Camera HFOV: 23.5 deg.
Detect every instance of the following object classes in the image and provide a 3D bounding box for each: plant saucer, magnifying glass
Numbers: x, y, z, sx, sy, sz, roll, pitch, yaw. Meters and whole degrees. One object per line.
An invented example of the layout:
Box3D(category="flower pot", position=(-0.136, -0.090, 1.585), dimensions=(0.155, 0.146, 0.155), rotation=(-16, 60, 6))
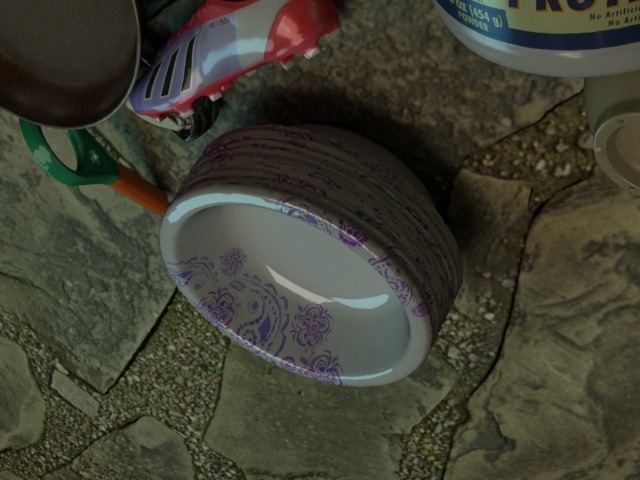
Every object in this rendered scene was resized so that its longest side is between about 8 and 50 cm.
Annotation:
Box3D(category="plant saucer", position=(-0.274, -0.245, 1.391), dimensions=(0.310, 0.050, 0.311), rotation=(23, 137, 24))
Box3D(category="magnifying glass", position=(-0.228, -0.078, 1.577), dimensions=(0.026, 0.092, 0.231), rotation=(-27, 149, 17))

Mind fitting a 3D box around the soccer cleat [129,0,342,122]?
Box3D(category="soccer cleat", position=(-0.089, -0.179, 1.363), dimensions=(0.248, 0.083, 0.095), rotation=(-18, 109, 42))

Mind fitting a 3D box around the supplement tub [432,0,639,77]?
Box3D(category="supplement tub", position=(0.147, -0.283, 0.893), dimensions=(0.235, 0.235, 0.325), rotation=(10, 143, 27))

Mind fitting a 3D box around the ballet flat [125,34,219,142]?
Box3D(category="ballet flat", position=(-0.180, -0.162, 1.472), dimensions=(0.188, 0.070, 0.070), rotation=(37, 147, -11))

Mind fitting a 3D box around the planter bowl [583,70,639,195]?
Box3D(category="planter bowl", position=(0.270, -0.099, 1.173), dimensions=(0.162, 0.109, 0.162), rotation=(20, 147, 13))

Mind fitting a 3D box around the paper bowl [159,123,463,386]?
Box3D(category="paper bowl", position=(0.000, 0.000, 1.480), dimensions=(0.284, 0.148, 0.284), rotation=(21, 147, 14))
